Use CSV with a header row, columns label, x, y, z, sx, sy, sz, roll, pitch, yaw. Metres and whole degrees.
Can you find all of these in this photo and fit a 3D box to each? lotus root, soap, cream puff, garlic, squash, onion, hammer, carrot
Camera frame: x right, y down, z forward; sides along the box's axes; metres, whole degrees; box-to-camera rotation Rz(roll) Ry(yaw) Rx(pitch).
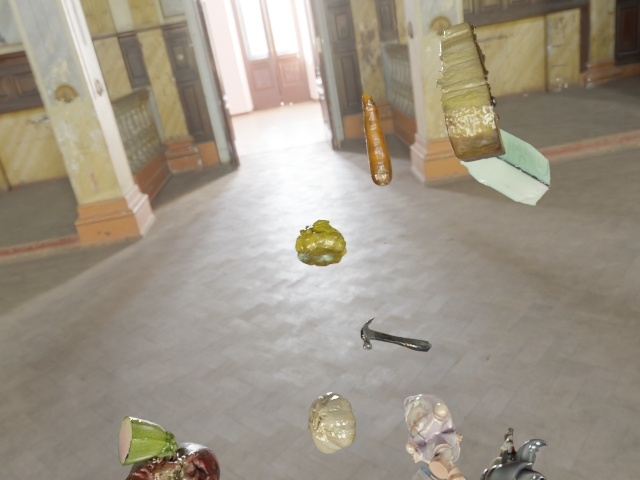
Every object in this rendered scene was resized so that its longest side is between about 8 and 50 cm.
label,x,y,z,sx,sy,sz,roll,pitch,yaw
lotus root,0.235,-0.213,0.838,0.074,0.170,0.261,-15,35,22
soap,0.486,-0.201,1.409,0.230,0.091,0.145,24,51,-6
cream puff,0.000,0.000,1.451,0.146,0.146,0.116,-9,57,5
garlic,0.033,0.678,2.029,0.152,0.228,0.228,6,9,-35
squash,-0.374,0.448,1.216,0.132,0.105,0.105,13,8,-30
onion,-0.389,0.654,1.454,0.281,0.281,0.221,-26,52,-35
hammer,0.282,0.368,2.027,0.290,0.037,0.137,14,42,-19
carrot,0.139,-0.256,1.376,0.059,0.248,0.059,-9,-6,-1

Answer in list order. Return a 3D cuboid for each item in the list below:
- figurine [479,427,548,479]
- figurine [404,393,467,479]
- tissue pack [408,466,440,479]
label,x,y,z,sx,sy,sz,roll,pitch,yaw
figurine,0.586,0.705,1.643,0.265,0.175,0.197,-37,34,-31
figurine,0.318,0.541,1.508,0.133,0.200,0.276,15,31,-19
tissue pack,0.279,0.591,1.207,0.065,0.155,0.115,-43,19,-13
